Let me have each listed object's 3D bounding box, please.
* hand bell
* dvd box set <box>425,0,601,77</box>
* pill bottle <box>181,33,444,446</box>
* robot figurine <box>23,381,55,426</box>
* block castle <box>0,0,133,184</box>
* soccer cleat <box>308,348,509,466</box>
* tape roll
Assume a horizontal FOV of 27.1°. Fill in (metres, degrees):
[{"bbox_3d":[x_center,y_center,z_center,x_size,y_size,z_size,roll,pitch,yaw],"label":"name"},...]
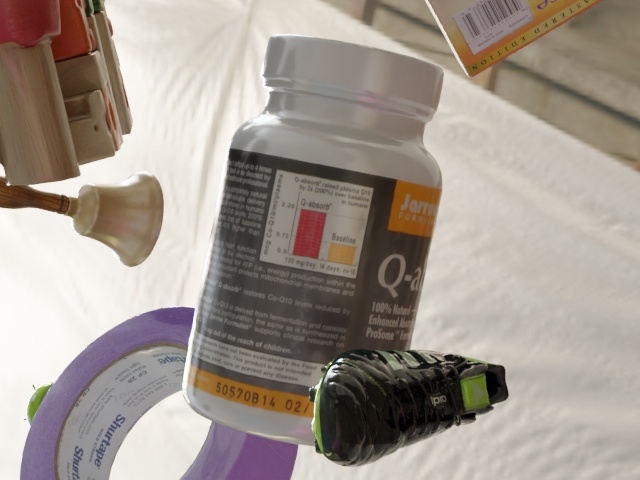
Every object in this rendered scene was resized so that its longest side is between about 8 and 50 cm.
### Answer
[{"bbox_3d":[-0.327,-0.045,1.635,0.126,0.242,0.126,-15,-110,49],"label":"hand bell"},{"bbox_3d":[0.213,-0.433,1.553,0.307,0.420,0.062,-31,-145,7],"label":"dvd box set"},{"bbox_3d":[0.000,0.000,0.970,0.162,0.162,0.278,16,-84,61],"label":"pill bottle"},{"bbox_3d":[-0.296,0.206,1.571,0.067,0.115,0.101,19,85,-74],"label":"robot figurine"},{"bbox_3d":[-0.328,-0.157,1.087,0.453,0.303,0.213,-113,-169,-78],"label":"block castle"},{"bbox_3d":[0.052,0.086,0.737,0.072,0.179,0.060,-7,-91,26],"label":"soccer cleat"},{"bbox_3d":[-0.160,0.204,1.311,0.275,0.090,0.275,-19,-133,22],"label":"tape roll"}]
